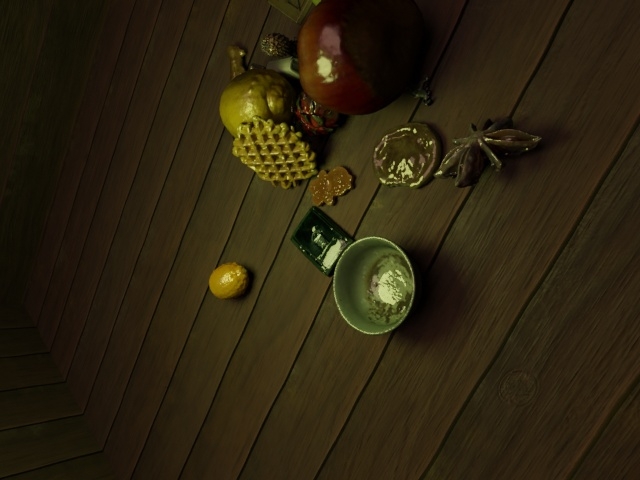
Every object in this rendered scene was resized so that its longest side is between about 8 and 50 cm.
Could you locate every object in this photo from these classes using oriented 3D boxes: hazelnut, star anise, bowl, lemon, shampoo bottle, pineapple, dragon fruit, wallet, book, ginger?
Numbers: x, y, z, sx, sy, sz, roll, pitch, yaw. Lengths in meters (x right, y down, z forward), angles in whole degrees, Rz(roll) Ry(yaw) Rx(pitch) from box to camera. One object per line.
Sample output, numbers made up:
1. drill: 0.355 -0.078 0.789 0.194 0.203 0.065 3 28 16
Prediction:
1. hazelnut: 0.105 -0.572 1.415 0.359 0.359 0.409 6 54 40
2. star anise: 0.431 -0.231 1.293 0.258 0.111 0.198 -39 37 13
3. bowl: 0.191 0.132 1.435 0.289 0.146 0.289 -3 85 41
4. lemon: -0.354 0.158 1.889 0.187 0.142 0.142 -30 68 29
5. lemon: -0.227 -0.478 1.750 0.316 0.286 0.285 126 131 -62
6. shampoo bottle: -0.142 -0.629 1.781 0.284 0.153 0.071 17 99 45
7. pineapple: -0.125 -0.701 1.730 0.103 0.221 0.083 -15 92 46
8. dragon fruit: -0.006 -0.446 1.639 0.189 0.182 0.182 -23 71 53
9. wallet: -0.002 -0.001 1.670 0.236 0.055 0.160 43 106 35
10. book: -0.108 -0.957 1.858 0.231 0.026 0.161 48 115 32
11. ginger: -0.355 -0.684 2.013 0.118 0.065 0.298 -10 81 25

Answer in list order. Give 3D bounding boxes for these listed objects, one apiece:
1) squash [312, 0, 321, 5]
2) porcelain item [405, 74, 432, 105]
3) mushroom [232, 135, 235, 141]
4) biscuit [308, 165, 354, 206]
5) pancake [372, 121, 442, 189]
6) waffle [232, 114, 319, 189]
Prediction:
1. squash: 0.002 -0.914 1.694 0.133 0.133 0.246 -26 84 35
2. porcelain item: 0.305 -0.474 1.475 0.136 0.021 0.075 46 115 33
3. mushroom: -0.299 -0.440 1.945 0.127 0.087 0.127 -14 57 22
4. biscuit: 0.035 -0.193 1.670 0.184 0.027 0.133 -39 62 29
5. pancake: 0.259 -0.261 1.481 0.236 0.042 0.222 35 110 37
6. waffle: -0.165 -0.300 1.681 0.329 0.329 0.062 -16 47 38
